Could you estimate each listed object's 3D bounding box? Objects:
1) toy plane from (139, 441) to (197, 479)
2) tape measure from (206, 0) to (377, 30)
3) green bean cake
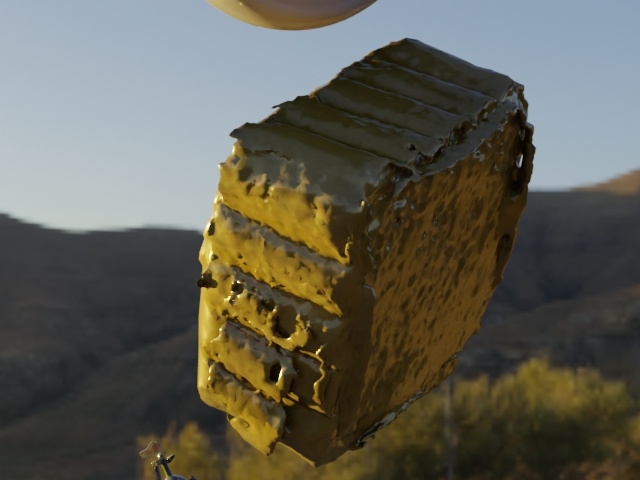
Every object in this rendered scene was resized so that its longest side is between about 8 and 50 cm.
[{"bbox_3d":[-0.170,0.288,1.577,0.049,0.120,0.031,-33,-16,23],"label":"toy plane"},{"bbox_3d":[-0.025,-0.229,0.860,0.196,0.178,0.105,52,-10,-22],"label":"tape measure"},{"bbox_3d":[0.025,0.005,0.860,0.131,0.224,0.230,27,37,24],"label":"green bean cake"}]
